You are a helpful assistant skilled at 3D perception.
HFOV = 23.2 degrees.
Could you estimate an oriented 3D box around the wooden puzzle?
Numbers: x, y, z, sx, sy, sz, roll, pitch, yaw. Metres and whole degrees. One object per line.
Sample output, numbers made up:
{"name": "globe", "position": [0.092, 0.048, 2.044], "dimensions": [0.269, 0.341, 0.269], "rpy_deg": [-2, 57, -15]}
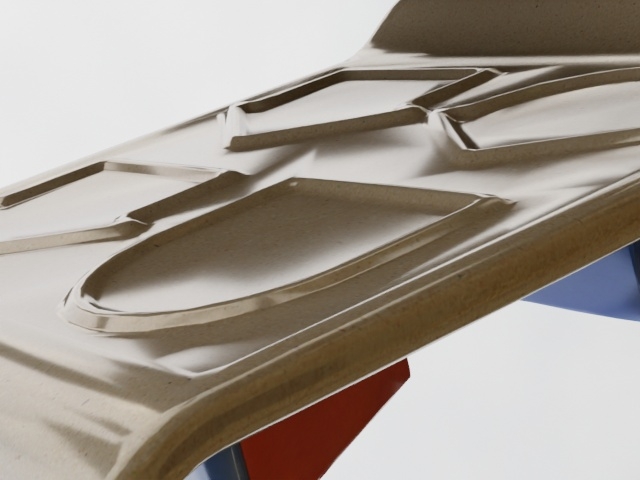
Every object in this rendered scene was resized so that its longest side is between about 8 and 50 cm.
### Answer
{"name": "wooden puzzle", "position": [0.000, 0.000, 0.556], "dimensions": [0.348, 0.322, 0.080], "rpy_deg": [-29, -70, -28]}
